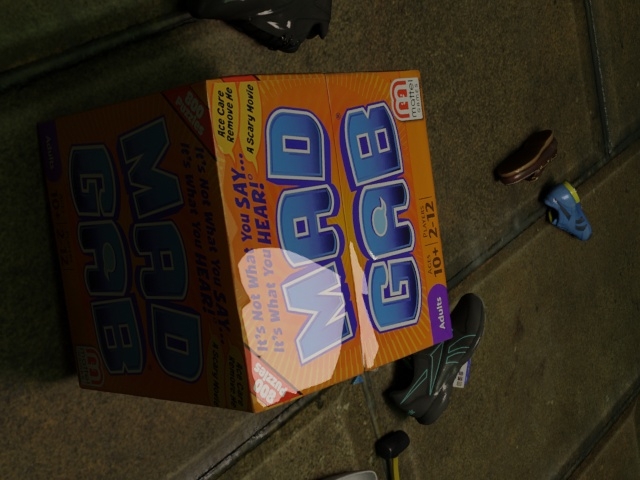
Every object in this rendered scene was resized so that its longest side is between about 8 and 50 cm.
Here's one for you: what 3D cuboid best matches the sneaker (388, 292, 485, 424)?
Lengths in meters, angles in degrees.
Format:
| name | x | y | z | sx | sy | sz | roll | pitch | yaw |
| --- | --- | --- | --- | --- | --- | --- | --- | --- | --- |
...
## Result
| name | x | y | z | sx | sy | sz | roll | pitch | yaw |
| --- | --- | --- | --- | --- | --- | --- | --- | --- | --- |
| sneaker | 0.222 | 0.210 | 1.757 | 0.106 | 0.101 | 0.267 | 29 | 79 | -11 |

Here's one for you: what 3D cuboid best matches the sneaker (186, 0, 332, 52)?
| name | x | y | z | sx | sy | sz | roll | pitch | yaw |
| --- | --- | --- | --- | --- | --- | --- | --- | --- | --- |
| sneaker | -0.076 | -0.343 | 1.404 | 0.286 | 0.109 | 0.130 | -18 | 114 | -42 |

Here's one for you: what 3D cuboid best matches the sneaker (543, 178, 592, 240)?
| name | x | y | z | sx | sy | sz | roll | pitch | yaw |
| --- | --- | --- | --- | --- | --- | --- | --- | --- | --- |
| sneaker | 0.559 | -0.054 | 2.136 | 0.082 | 0.069 | 0.209 | -38 | 137 | 2 |

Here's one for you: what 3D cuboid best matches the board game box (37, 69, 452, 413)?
| name | x | y | z | sx | sy | sz | roll | pitch | yaw |
| --- | --- | --- | --- | --- | --- | --- | --- | --- | --- |
| board game box | -0.094 | -0.012 | 1.208 | 0.356 | 0.356 | 0.356 | -12 | 97 | -44 |

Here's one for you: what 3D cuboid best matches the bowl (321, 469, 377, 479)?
| name | x | y | z | sx | sy | sz | roll | pitch | yaw |
| --- | --- | --- | --- | --- | --- | --- | --- | --- | --- |
| bowl | 0.036 | 0.474 | 1.642 | 0.142 | 0.053 | 0.142 | 1 | 93 | -46 |

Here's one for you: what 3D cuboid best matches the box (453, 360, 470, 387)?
| name | x | y | z | sx | sy | sz | roll | pitch | yaw |
| --- | --- | --- | --- | --- | --- | --- | --- | --- | --- |
| box | 0.253 | 0.249 | 1.864 | 0.136 | 0.028 | 0.081 | 17 | 82 | -48 |

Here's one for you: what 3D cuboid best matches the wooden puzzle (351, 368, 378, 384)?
| name | x | y | z | sx | sy | sz | roll | pitch | yaw |
| --- | --- | --- | --- | --- | --- | --- | --- | --- | --- |
| wooden puzzle | 0.086 | 0.202 | 1.693 | 0.078 | 0.014 | 0.116 | 4 | 92 | -46 |

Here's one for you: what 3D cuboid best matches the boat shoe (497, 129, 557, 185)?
| name | x | y | z | sx | sy | sz | roll | pitch | yaw |
| --- | --- | --- | --- | --- | --- | --- | --- | --- | --- |
| boat shoe | 0.450 | -0.162 | 1.991 | 0.207 | 0.073 | 0.073 | -37 | 118 | -37 |

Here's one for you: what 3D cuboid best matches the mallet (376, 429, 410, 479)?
| name | x | y | z | sx | sy | sz | roll | pitch | yaw |
| --- | --- | --- | --- | --- | --- | --- | --- | --- | --- |
| mallet | 0.136 | 0.453 | 1.761 | 0.062 | 0.039 | 0.189 | -12 | 107 | -45 |
